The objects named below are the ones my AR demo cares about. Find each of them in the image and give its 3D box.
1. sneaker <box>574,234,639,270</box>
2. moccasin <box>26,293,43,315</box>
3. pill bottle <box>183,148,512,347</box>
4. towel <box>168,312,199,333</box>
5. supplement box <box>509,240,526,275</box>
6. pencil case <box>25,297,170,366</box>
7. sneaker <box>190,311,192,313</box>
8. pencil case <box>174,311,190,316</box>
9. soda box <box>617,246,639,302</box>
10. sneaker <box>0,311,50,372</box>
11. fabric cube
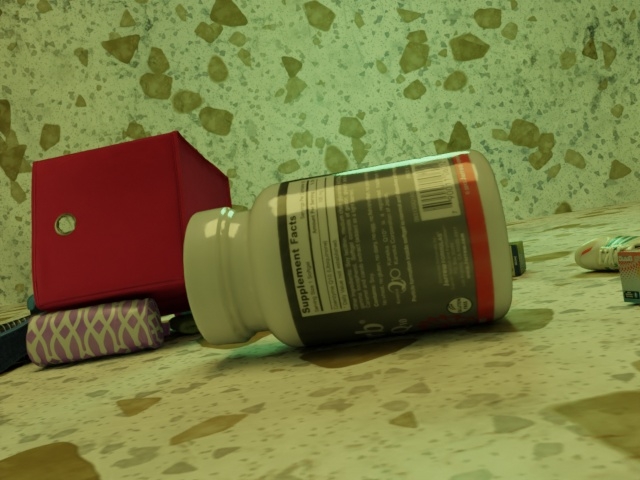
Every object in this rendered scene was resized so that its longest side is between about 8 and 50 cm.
[{"bbox_3d":[0.465,0.019,0.980,0.161,0.057,0.075,-4,-1,43],"label":"sneaker"},{"bbox_3d":[-0.472,0.134,1.429,0.341,0.117,0.137,-14,4,-32],"label":"moccasin"},{"bbox_3d":[0.033,0.019,0.785,0.362,0.210,0.210,-9,2,8],"label":"pill bottle"},{"bbox_3d":[-0.187,0.138,1.123,0.148,0.027,0.110,-9,2,-25],"label":"towel"},{"bbox_3d":[0.329,0.036,1.174,0.083,0.056,0.083,-9,1,25],"label":"supplement box"},{"bbox_3d":[-0.346,0.144,0.984,0.205,0.086,0.088,-8,-32,3],"label":"pencil case"},{"bbox_3d":[-0.172,0.125,1.228,0.162,0.064,0.073,-17,16,-9],"label":"sneaker"},{"bbox_3d":[-0.247,0.123,1.332,0.070,0.065,0.151,-24,-1,14],"label":"pencil case"},{"bbox_3d":[0.403,0.035,0.659,0.058,0.063,0.183,-10,2,-21],"label":"soda box"},{"bbox_3d":[-0.518,0.167,1.063,0.090,0.082,0.232,-1,5,16],"label":"sneaker"},{"bbox_3d":[-0.307,-0.007,1.101,0.258,0.254,0.259,-10,-15,9],"label":"fabric cube"}]
